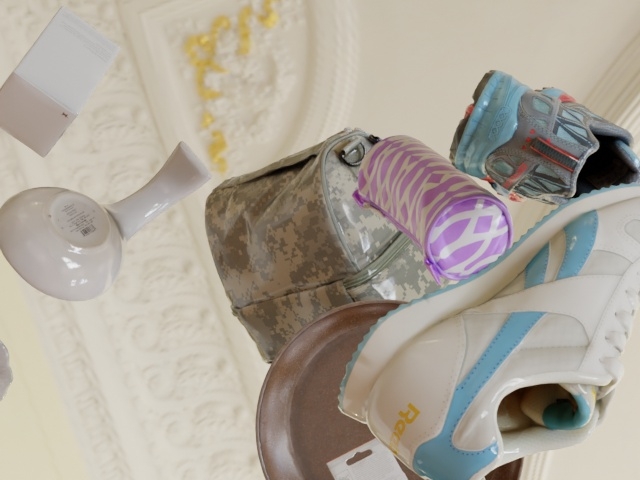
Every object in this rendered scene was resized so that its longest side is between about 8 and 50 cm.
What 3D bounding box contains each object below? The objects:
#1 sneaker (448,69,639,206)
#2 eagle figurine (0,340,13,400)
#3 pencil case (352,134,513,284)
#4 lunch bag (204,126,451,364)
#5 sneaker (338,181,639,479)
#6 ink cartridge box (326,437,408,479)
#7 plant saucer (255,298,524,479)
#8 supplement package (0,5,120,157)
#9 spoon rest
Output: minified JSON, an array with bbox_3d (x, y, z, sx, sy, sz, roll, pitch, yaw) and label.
[{"bbox_3d":[0.199,-0.059,0.949,0.125,0.262,0.104,30,-75,24],"label":"sneaker"},{"bbox_3d":[-0.394,0.039,0.884,0.298,0.226,0.225,51,-8,46],"label":"eagle figurine"},{"bbox_3d":[0.095,-0.033,1.060,0.086,0.088,0.206,61,-6,-24],"label":"pencil case"},{"bbox_3d":[0.000,0.000,1.590,0.305,0.212,0.256,-16,-69,47],"label":"lunch bag"},{"bbox_3d":[0.120,0.050,0.598,0.092,0.229,0.087,40,-34,31],"label":"sneaker"},{"bbox_3d":[0.054,0.239,1.046,0.115,0.063,0.029,62,-19,14],"label":"ink cartridge box"},{"bbox_3d":[0.079,0.219,1.344,0.311,0.050,0.310,1,-85,14],"label":"plant saucer"},{"bbox_3d":[-0.374,-0.224,1.647,0.105,0.179,0.105,36,-51,-16],"label":"supplement package"},{"bbox_3d":[-0.231,-0.022,1.258,0.137,0.276,0.084,50,-49,5],"label":"spoon rest"}]
